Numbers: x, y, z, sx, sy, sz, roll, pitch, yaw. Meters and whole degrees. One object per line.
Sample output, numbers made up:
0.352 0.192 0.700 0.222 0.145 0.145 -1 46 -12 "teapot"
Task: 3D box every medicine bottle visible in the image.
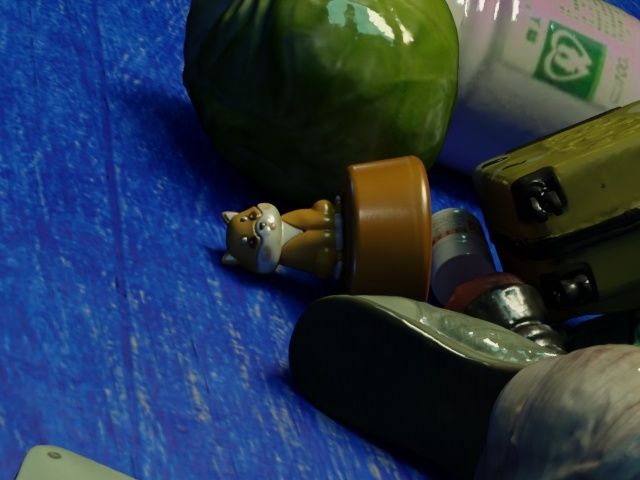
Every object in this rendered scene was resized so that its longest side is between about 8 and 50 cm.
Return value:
0.115 0.015 1.666 0.057 0.057 0.089 23 23 -15 "medicine bottle"
0.163 -0.163 1.913 0.325 0.212 0.212 20 23 -19 "medicine bottle"

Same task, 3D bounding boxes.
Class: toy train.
0.238 0.100 1.601 0.149 0.099 0.081 -54 125 -77 "toy train"

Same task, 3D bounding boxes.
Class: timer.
0.000 0.000 1.515 0.152 0.132 0.132 1 27 -7 "timer"

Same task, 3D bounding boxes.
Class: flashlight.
0.176 0.123 1.476 0.093 0.093 0.232 8 34 -42 "flashlight"

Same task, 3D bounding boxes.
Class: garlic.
0.156 0.185 1.208 0.212 0.218 0.218 -31 56 -29 "garlic"

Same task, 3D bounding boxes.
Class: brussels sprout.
0.002 -0.136 1.655 0.244 0.244 0.244 25 22 -11 "brussels sprout"

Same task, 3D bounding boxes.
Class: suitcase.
0.239 -0.021 1.607 0.235 0.194 0.143 -137 -154 -80 "suitcase"

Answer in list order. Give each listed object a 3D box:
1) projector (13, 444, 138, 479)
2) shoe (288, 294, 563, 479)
-0.054 0.220 0.980 0.259 0.079 0.257 24 23 -7 "projector"
0.116 0.106 1.392 0.275 0.103 0.098 25 17 10 "shoe"
